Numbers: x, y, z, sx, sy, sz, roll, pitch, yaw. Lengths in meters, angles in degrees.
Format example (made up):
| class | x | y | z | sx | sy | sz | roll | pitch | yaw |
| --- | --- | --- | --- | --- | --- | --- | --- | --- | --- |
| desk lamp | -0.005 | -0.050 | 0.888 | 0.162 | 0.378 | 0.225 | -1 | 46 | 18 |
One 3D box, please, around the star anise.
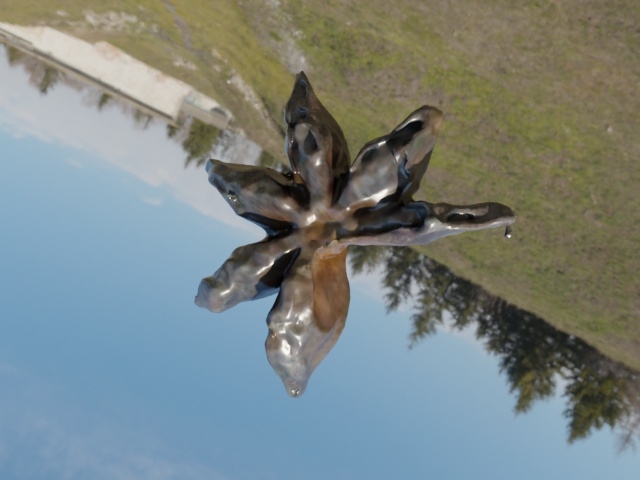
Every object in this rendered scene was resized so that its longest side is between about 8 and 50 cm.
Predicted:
| class | x | y | z | sx | sy | sz | roll | pitch | yaw |
| --- | --- | --- | --- | --- | --- | --- | --- | --- | --- |
| star anise | -0.007 | -0.015 | 0.425 | 0.171 | 0.208 | 0.063 | 54 | -163 | 15 |
